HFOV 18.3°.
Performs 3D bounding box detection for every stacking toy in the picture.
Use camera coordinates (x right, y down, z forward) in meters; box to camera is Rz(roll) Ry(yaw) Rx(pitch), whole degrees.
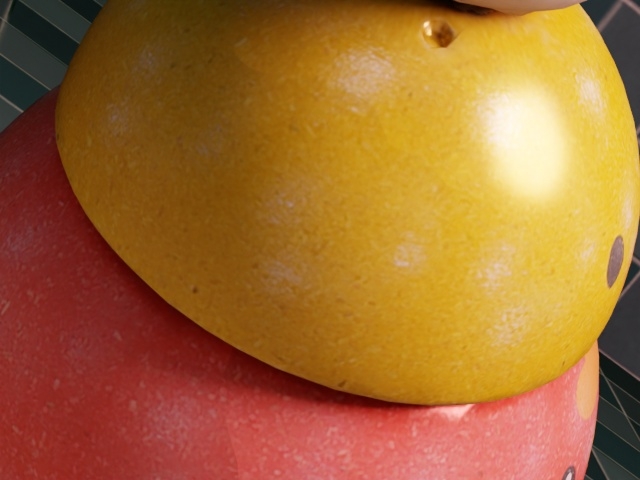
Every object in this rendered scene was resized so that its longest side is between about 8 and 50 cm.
[{"bbox_3d":[0.000,0.000,0.713,0.350,0.480,0.351,15,41,-13],"label":"stacking toy"}]
